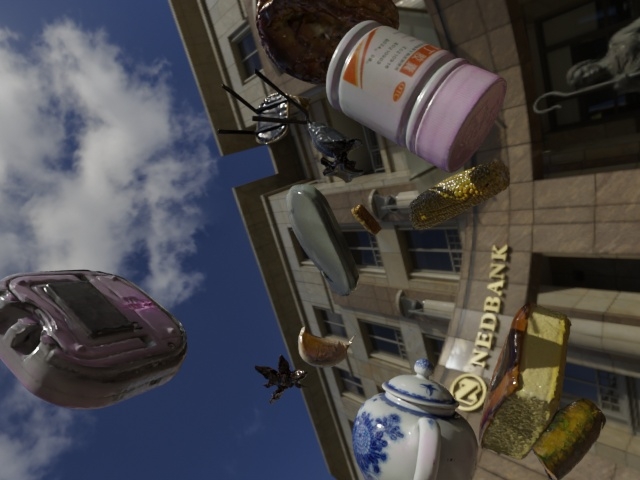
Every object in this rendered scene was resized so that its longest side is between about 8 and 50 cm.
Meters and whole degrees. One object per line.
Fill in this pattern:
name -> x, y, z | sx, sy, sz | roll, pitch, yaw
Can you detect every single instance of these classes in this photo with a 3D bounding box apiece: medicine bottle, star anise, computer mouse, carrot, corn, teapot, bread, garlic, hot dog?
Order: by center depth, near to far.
carrot -> 0.490, 0.392, 0.802 | 0.173, 0.082, 0.082 | -34, -69, -15
medicine bottle -> 0.189, -0.301, 0.836 | 0.202, 0.316, 0.202 | -42, -25, -25
teapot -> 0.198, 0.387, 0.838 | 0.424, 0.253, 0.279 | 36, -116, -79
corn -> 0.339, -0.114, 1.049 | 0.102, 0.310, 0.101 | 14, -119, -28
hot dog -> 0.027, -0.549, 1.054 | 0.388, 0.267, 0.174 | -2, -122, -27
computer mouse -> -0.006, 0.003, 1.090 | 0.095, 0.197, 0.330 | -25, -94, -18
bread -> 0.562, 0.385, 1.121 | 0.333, 0.143, 0.323 | -46, -34, -44
star anise -> -0.130, 0.432, 1.277 | 0.157, 0.213, 0.053 | 53, -151, -10
garlic -> 0.020, 0.371, 1.381 | 0.090, 0.199, 0.128 | 79, -163, -68
bread -> 0.168, -0.075, 1.474 | 0.053, 0.074, 0.132 | -42, -86, 9

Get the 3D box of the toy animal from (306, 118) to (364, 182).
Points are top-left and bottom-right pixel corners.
toy animal -> 0.032, -0.259, 1.039 | 0.121, 0.117, 0.209 | 0, -124, -47

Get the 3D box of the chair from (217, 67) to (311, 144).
chair -> -0.139, -0.363, 1.146 | 0.247, 0.159, 0.172 | 11, -99, -46

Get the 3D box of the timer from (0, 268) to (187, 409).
timer -> -0.275, 0.105, 0.488 | 0.069, 0.209, 0.191 | -61, -20, 10
